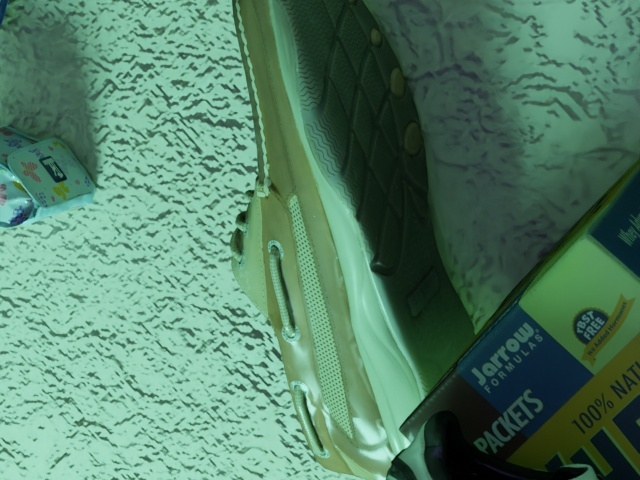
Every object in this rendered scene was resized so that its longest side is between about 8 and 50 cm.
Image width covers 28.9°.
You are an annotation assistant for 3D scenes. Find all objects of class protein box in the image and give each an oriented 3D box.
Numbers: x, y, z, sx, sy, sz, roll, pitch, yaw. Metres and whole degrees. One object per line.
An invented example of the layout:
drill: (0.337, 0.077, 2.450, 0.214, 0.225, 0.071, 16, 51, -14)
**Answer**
protein box: (0.183, 0.080, 0.605, 0.201, 0.200, 0.136, 42, 119, 7)

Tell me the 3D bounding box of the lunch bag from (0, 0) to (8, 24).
lunch bag: (-0.240, -0.173, 0.789, 0.098, 0.065, 0.067, 22, 99, 17)

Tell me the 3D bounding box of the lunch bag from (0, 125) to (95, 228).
lunch bag: (-0.196, -0.041, 0.809, 0.083, 0.071, 0.053, 23, 111, 18)

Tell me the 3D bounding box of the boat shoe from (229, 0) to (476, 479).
boat shoe: (0.000, 0.000, 0.709, 0.116, 0.123, 0.324, -10, 101, 29)

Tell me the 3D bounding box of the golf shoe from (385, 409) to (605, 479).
golf shoe: (0.107, 0.139, 0.505, 0.186, 0.067, 0.086, 24, 116, 18)
